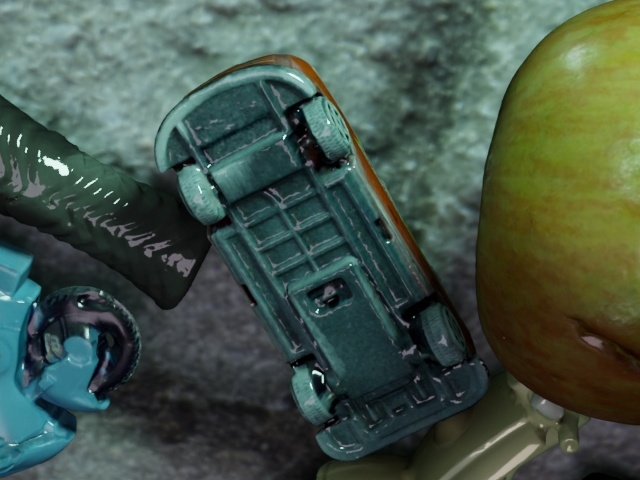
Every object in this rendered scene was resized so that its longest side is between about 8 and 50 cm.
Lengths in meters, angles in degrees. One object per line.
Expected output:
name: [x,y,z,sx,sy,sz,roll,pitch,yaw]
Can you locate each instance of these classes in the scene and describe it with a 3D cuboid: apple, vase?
apple: [0.219,-0.015,1.105,0.264,0.264,0.264,2,111,4]
vase: [-0.184,-0.040,1.219,0.237,0.115,0.115,29,111,-10]

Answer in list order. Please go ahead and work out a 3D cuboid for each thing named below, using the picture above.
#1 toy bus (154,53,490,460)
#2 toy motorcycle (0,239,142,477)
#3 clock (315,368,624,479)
toy bus: [0.000,0.000,1.206,0.121,0.120,0.265,-27,107,14]
toy motorcycle: [-0.264,0.069,1.258,0.272,0.123,0.182,25,111,0]
clock: [0.172,0.209,1.284,0.379,0.120,0.276,25,114,-10]
